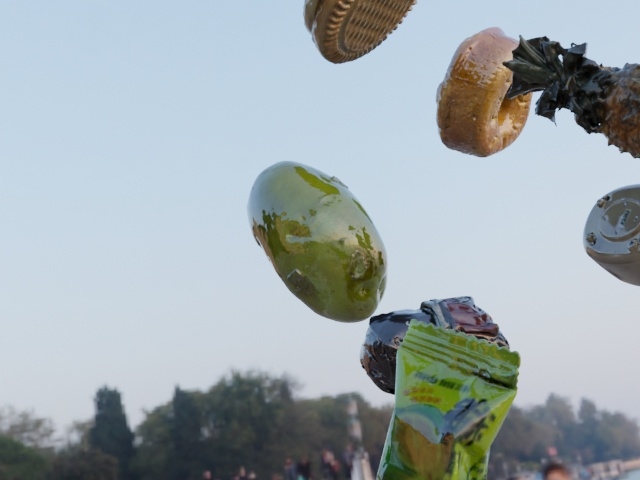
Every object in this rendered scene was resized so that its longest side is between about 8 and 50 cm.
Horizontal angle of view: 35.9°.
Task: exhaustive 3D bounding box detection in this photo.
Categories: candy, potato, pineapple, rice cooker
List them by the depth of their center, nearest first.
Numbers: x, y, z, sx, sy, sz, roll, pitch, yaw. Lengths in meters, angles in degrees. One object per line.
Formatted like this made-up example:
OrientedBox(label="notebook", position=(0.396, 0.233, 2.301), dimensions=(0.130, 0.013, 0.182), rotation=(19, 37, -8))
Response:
OrientedBox(label="candy", position=(0.104, 0.201, 0.891), dimensions=(0.149, 0.246, 0.069), rotation=(10, -6, 41))
OrientedBox(label="pineapple", position=(0.345, -0.176, 1.209), dimensions=(0.248, 0.128, 0.128), rotation=(22, -2, 24))
OrientedBox(label="potato", position=(0.000, 0.000, 1.335), dimensions=(0.148, 0.253, 0.186), rotation=(-37, -18, 4))
OrientedBox(label="rice cooker", position=(0.463, -0.008, 1.385), dimensions=(0.127, 0.145, 0.206), rotation=(24, -10, -23))

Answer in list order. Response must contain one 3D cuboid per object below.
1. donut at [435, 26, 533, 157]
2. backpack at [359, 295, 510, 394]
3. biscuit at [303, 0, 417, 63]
OrientedBox(label="donut", position=(0.285, -0.251, 1.699), dimensions=(0.113, 0.227, 0.226), rotation=(26, 3, 29))
OrientedBox(label="backpack", position=(0.131, 0.121, 1.134), dimensions=(0.165, 0.106, 0.120), rotation=(1, 21, -21))
OrientedBox(label="biscuit", position=(0.075, -0.383, 1.487), dimensions=(0.259, 0.079, 0.259), rotation=(-40, -17, -15))
